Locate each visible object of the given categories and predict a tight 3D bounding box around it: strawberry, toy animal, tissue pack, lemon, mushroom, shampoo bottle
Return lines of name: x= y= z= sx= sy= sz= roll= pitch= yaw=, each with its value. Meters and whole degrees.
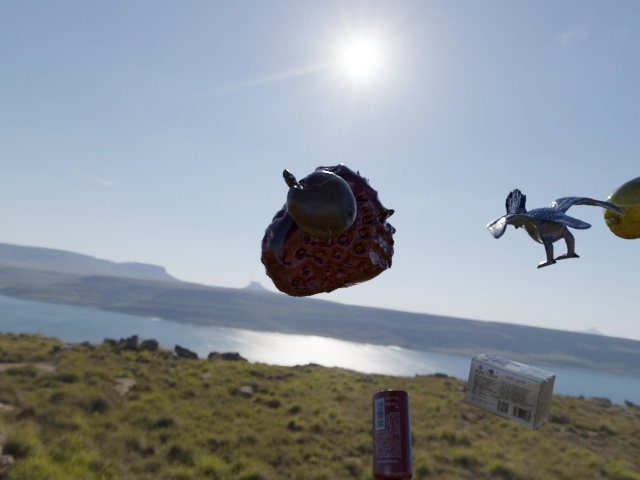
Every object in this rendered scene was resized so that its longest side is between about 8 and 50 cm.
strawberry: x=0.000 y=0.000 z=1.181 sx=0.345 sy=0.317 sz=0.295 roll=-31 pitch=31 yaw=-27
toy animal: x=0.412 y=-0.037 z=0.908 sx=0.239 sy=0.176 sz=0.255 roll=-18 pitch=-12 yaw=-6
tissue pack: x=0.396 y=0.310 z=1.010 sx=0.149 sy=0.105 sz=0.099 roll=12 pitch=7 yaw=42
lemon: x=0.889 y=-0.093 z=1.329 sx=0.208 sy=0.169 sz=0.170 roll=-28 pitch=-8 yaw=0
mushroom: x=-0.008 y=-0.082 z=0.939 sx=0.171 sy=0.135 sz=0.080 roll=37 pitch=-30 yaw=13
shampoo bottle: x=0.206 y=0.593 z=1.394 sx=0.118 sy=0.314 sz=0.076 roll=-13 pitch=-42 yaw=20
